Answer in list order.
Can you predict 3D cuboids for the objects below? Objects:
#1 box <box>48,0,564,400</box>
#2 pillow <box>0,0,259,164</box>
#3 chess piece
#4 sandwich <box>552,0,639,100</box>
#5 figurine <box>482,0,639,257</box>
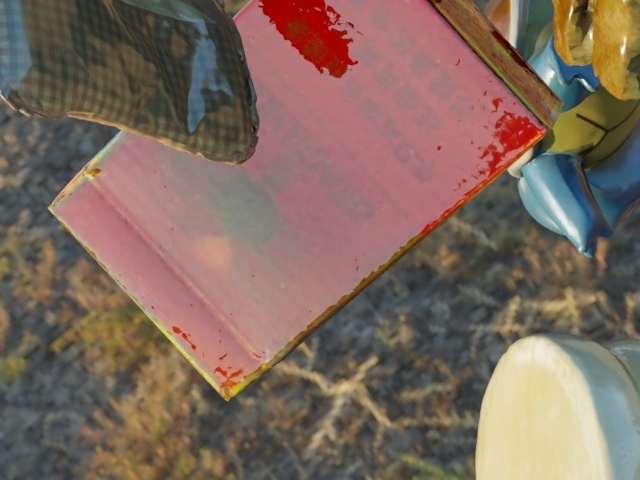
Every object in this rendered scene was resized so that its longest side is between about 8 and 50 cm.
[{"bbox_3d":[-0.015,-0.059,1.037,0.313,0.197,0.089,-41,5,23],"label":"box"},{"bbox_3d":[-0.113,-0.114,0.837,0.034,0.211,0.135,-30,67,31],"label":"pillow"},{"bbox_3d":[0.248,0.122,0.786,0.300,0.167,0.167,-2,25,-15],"label":"chess piece"},{"bbox_3d":[0.287,-0.223,0.802,0.325,0.262,0.131,-13,45,-7],"label":"sandwich"},{"bbox_3d":[0.222,-0.153,1.361,0.243,0.416,0.298,-7,48,38],"label":"figurine"}]
